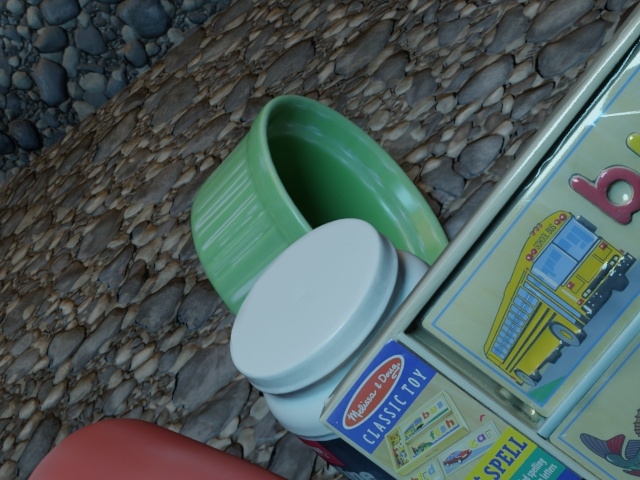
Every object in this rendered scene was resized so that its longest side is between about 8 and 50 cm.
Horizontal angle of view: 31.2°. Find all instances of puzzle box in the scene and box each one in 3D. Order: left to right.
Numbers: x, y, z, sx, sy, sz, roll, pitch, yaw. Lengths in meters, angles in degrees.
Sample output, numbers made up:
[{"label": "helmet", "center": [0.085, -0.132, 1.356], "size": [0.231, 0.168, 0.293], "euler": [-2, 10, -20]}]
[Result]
[{"label": "puzzle box", "center": [0.224, 0.054, 0.838], "size": [0.409, 0.272, 0.052], "euler": [-54, 0, 14]}]

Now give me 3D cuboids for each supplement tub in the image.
[{"label": "supplement tub", "center": [0.070, 0.129, 1.028], "size": [0.191, 0.272, 0.191], "euler": [-34, 30, 22]}]

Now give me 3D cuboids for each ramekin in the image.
[{"label": "ramekin", "center": [0.000, 0.000, 1.283], "size": [0.148, 0.303, 0.303], "euler": [-40, 27, 27]}]

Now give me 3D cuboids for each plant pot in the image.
[{"label": "plant pot", "center": [-0.122, 0.315, 1.082], "size": [0.243, 0.275, 0.275], "euler": [0, 51, 41]}]

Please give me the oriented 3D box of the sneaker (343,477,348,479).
[{"label": "sneaker", "center": [0.053, 0.193, 1.176], "size": [0.065, 0.076, 0.166], "euler": [-10, 44, 49]}]
